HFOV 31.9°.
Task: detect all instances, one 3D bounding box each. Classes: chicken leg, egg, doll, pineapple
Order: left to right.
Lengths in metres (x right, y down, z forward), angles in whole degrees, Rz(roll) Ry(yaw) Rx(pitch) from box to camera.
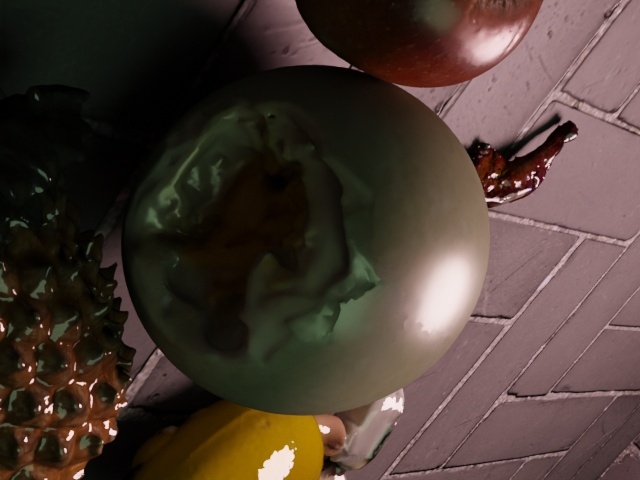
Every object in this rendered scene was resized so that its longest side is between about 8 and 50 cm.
[{"bbox_3d":[-0.233,0.001,0.751,0.222,0.223,0.357,-19,132,-32],"label":"pineapple"},{"bbox_3d":[-0.056,0.250,1.295,0.348,0.161,0.423,-51,152,-11],"label":"doll"},{"bbox_3d":[0.000,0.000,0.917,0.278,0.278,0.336,-49,163,12],"label":"egg"},{"bbox_3d":[0.213,-0.079,1.279,0.205,0.053,0.093,-21,129,-37],"label":"chicken leg"}]

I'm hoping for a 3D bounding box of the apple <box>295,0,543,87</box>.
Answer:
[{"bbox_3d":[0.069,-0.213,0.831,0.201,0.162,0.201,-10,104,-43],"label":"apple"}]
